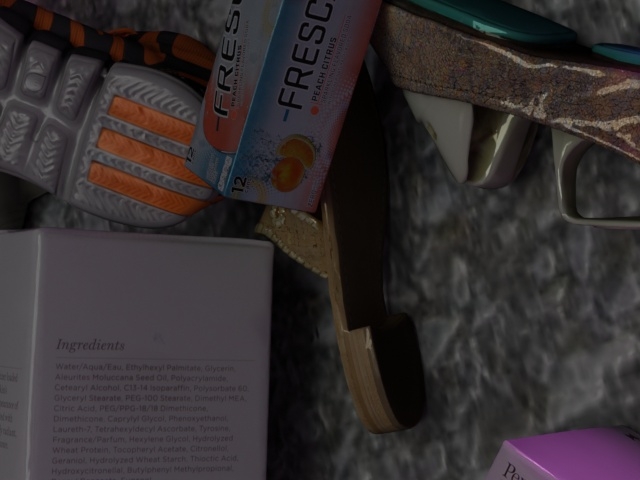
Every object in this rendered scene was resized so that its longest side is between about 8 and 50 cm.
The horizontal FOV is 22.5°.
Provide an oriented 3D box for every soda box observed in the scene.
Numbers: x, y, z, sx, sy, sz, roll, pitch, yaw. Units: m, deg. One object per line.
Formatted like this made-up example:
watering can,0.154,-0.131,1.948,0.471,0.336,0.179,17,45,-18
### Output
soda box,-0.014,-0.111,0.880,0.058,0.063,0.183,35,111,56

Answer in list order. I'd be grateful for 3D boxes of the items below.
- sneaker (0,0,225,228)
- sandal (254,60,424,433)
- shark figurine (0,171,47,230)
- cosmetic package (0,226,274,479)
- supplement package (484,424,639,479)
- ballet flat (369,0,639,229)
sneaker,-0.188,-0.101,1.021,0.321,0.180,0.125,26,104,5
sandal,-0.003,0.000,0.961,0.079,0.088,0.240,-13,85,27
shark figurine,-0.277,-0.096,1.140,0.166,0.116,0.278,-36,70,25
cosmetic package,-0.128,0.087,0.972,0.151,0.151,0.184,-2,85,62
supplement package,0.155,0.229,0.801,0.194,0.149,0.203,31,105,32
ballet flat,0.127,-0.068,0.872,0.316,0.107,0.106,23,107,34
